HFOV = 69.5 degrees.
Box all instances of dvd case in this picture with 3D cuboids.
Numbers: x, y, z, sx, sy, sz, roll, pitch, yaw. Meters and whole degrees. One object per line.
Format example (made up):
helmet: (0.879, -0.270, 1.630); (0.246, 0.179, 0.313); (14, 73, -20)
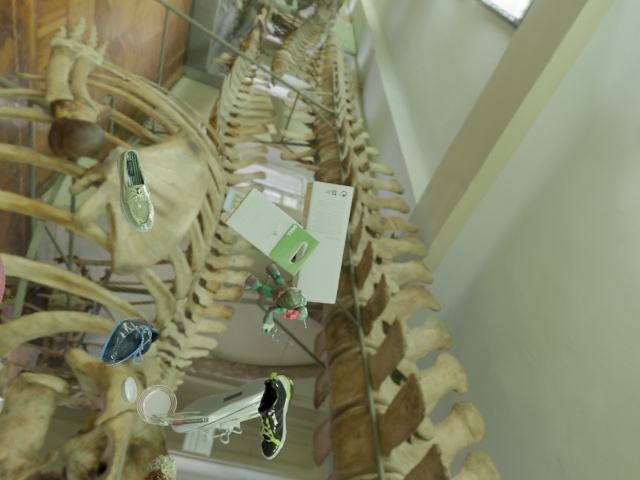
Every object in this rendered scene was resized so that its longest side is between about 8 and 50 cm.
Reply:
dvd case: (-0.343, 0.434, 1.126); (0.087, 0.120, 0.013); (-16, -109, 59)

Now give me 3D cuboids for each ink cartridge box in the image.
ink cartridge box: (-0.116, -0.020, 1.125); (0.109, 0.209, 0.062); (-52, -173, -5)

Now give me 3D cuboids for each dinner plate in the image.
dinner plate: (-0.619, 0.620, 1.746); (0.017, 0.141, 0.141); (130, -25, -53)

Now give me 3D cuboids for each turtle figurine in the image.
turtle figurine: (-0.102, 0.170, 1.297); (0.234, 0.175, 0.118); (44, -51, 28)

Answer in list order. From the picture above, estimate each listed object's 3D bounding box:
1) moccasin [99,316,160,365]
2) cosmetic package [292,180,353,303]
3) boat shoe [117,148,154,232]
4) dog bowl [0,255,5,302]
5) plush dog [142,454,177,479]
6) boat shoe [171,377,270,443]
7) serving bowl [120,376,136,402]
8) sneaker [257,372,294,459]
moccasin: (-0.603, 0.317, 1.508); (0.342, 0.117, 0.137); (-115, -130, -84)
cosmetic package: (0.000, 0.000, 1.832); (0.230, 0.162, 0.453); (-141, -120, -81)
boat shoe: (-0.671, -0.179, 1.658); (0.094, 0.109, 0.302); (-11, -87, 63)
dog bowl: (-1.018, 0.122, 1.189); (0.150, 0.408, 0.407); (58, 45, -74)
plush dog: (-0.471, 0.747, 1.259); (0.262, 0.211, 0.225); (-56, 156, -17)
boat shoe: (-0.311, 0.604, 1.573); (0.136, 0.367, 0.156); (-131, -159, -75)
serving bowl: (-0.652, 0.506, 1.555); (0.083, 0.027, 0.083); (168, -90, -90)
sneaker: (-0.145, 0.484, 1.281); (0.084, 0.097, 0.234); (2, -101, 40)
